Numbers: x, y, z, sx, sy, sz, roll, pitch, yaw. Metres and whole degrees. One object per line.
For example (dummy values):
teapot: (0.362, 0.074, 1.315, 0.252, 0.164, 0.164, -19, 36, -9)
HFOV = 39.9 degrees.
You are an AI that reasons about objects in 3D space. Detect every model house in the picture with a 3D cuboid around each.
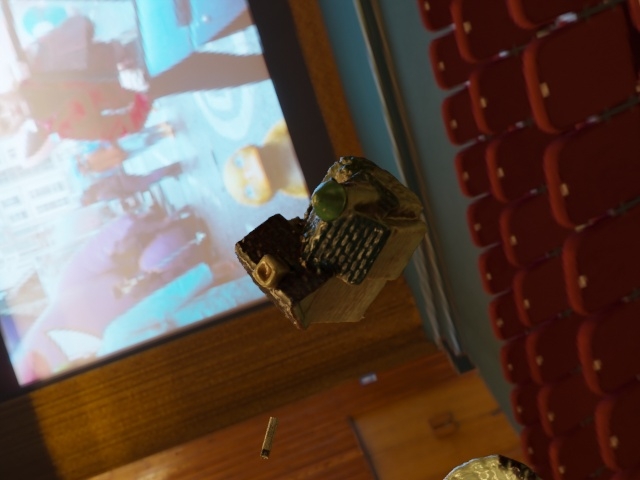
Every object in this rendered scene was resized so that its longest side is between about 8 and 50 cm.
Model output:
model house: (0.001, 0.002, 1.638, 0.243, 0.284, 0.298, 42, 117, 27)

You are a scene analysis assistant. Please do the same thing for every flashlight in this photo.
flashlight: (-0.104, 0.402, 1.794, 0.018, 0.018, 0.083, 88, -165, -60)

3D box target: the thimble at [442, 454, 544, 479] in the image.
thimble: (0.274, 0.456, 1.327, 0.150, 0.237, 0.237, 44, -168, -37)
